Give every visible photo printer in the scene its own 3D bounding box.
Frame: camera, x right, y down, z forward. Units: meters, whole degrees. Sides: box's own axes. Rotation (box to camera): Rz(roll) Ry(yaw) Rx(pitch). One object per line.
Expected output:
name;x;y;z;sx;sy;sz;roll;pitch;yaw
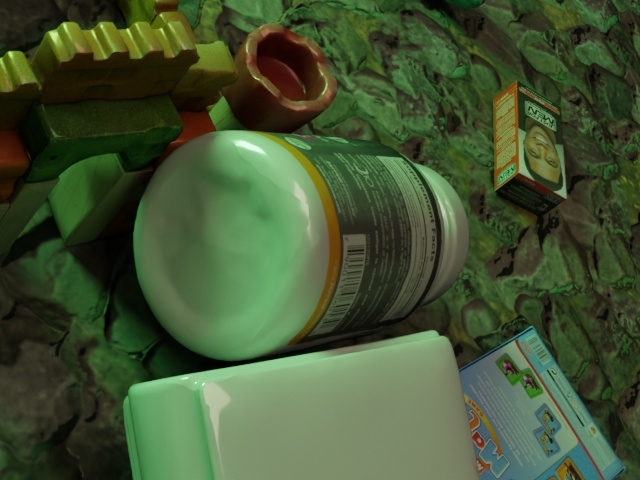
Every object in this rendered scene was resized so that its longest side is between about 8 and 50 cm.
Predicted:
photo printer;0.009;0.226;0.744;0.256;0.107;0.307;-4;81;-44

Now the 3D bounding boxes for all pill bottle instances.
pill bottle;0.000;0.000;0.872;0.278;0.162;0.162;-4;62;-59

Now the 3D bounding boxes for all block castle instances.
block castle;-0.223;-0.171;0.809;0.453;0.213;0.303;-12;69;-43

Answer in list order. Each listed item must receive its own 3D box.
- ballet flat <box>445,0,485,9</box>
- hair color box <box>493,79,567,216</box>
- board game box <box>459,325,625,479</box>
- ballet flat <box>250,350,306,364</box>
ballet flat;0.105;-0.363;1.312;0.087;0.083;0.247;-19;72;-19
hair color box;0.231;-0.103;1.242;0.072;0.043;0.141;25;49;-24
board game box;0.173;0.177;0.988;0.211;0.039;0.160;-18;73;-52
ballet flat;-0.068;0.181;0.806;0.084;0.058;0.250;48;46;-27
